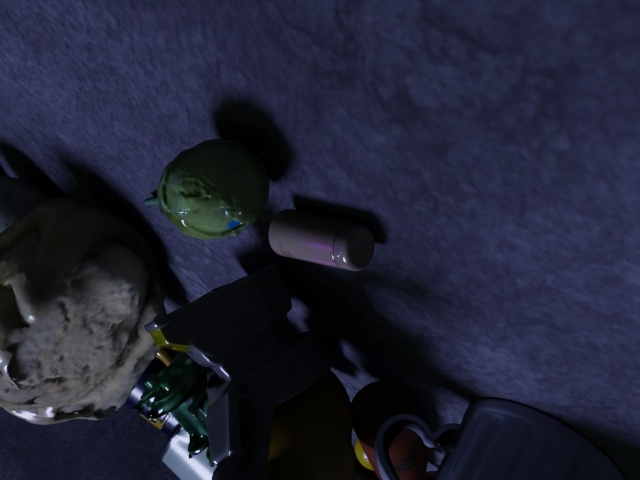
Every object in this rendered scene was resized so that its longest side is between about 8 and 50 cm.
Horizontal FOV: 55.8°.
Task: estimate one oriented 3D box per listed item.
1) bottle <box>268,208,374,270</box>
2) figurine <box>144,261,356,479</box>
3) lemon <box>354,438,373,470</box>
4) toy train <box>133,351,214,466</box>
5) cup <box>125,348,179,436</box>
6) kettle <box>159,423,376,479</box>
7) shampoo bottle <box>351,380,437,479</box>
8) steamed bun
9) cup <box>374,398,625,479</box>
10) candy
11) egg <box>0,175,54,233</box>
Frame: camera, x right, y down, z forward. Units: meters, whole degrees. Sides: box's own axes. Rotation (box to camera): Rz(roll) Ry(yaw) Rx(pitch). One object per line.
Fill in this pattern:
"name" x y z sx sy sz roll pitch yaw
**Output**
"bottle" 0.000 0.000 0.539 0.096 0.045 0.045 14 144 41
"figurine" -0.055 0.180 0.670 0.167 0.342 0.285 -27 92 37
"lemon" 0.082 0.312 0.907 0.062 0.062 0.083 32 155 16
"toy train" -0.158 0.212 0.902 0.145 0.202 0.266 45 154 -12
"cup" -0.377 0.303 1.336 0.256 0.178 0.255 37 174 1
"kettle" -0.102 0.464 1.226 0.376 0.250 0.361 39 172 8
"shampoo bottle" 0.103 0.277 0.804 0.085 0.085 0.244 20 150 34
"steamed bun" -0.409 0.116 0.966 0.230 0.325 0.372 43 156 32
"cup" 0.155 0.280 0.601 0.221 0.202 0.167 8 138 45
"candy" -0.146 -0.045 0.635 0.092 0.093 0.335 37 164 -23
"egg" -0.538 -0.003 1.079 0.186 0.186 0.253 26 147 25
